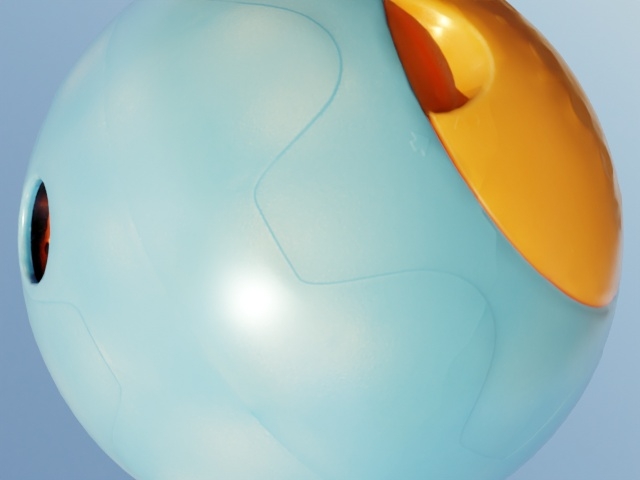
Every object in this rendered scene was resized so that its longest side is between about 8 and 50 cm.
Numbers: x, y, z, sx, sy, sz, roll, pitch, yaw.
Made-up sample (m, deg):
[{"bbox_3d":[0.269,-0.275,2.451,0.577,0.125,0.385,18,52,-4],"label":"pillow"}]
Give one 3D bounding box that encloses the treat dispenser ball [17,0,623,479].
[{"bbox_3d":[0.000,0.000,0.640,0.288,0.288,0.288,32,-152,-19],"label":"treat dispenser ball"}]
